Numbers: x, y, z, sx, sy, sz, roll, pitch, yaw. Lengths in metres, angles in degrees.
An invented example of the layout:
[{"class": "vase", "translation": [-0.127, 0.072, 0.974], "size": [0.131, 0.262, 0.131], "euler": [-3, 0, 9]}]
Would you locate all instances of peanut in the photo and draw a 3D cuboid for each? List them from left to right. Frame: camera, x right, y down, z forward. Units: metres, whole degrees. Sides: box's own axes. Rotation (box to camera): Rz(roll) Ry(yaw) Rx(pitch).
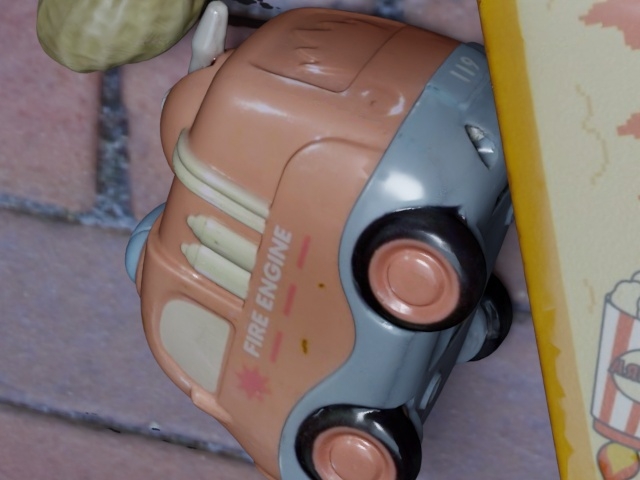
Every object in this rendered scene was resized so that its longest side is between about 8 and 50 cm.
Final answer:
[{"class": "peanut", "translation": [-0.088, -0.159, 0.993], "size": [0.082, 0.082, 0.187], "euler": [33, 124, -7]}]

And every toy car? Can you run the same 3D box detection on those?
[{"class": "toy car", "translation": [0.000, 0.000, 1.022], "size": [0.212, 0.180, 0.270], "euler": [24, 126, 12]}]

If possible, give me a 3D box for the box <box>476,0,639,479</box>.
[{"class": "box", "translation": [0.208, -0.057, 0.828], "size": [0.214, 0.259, 0.283], "euler": [-8, 105, 18]}]
